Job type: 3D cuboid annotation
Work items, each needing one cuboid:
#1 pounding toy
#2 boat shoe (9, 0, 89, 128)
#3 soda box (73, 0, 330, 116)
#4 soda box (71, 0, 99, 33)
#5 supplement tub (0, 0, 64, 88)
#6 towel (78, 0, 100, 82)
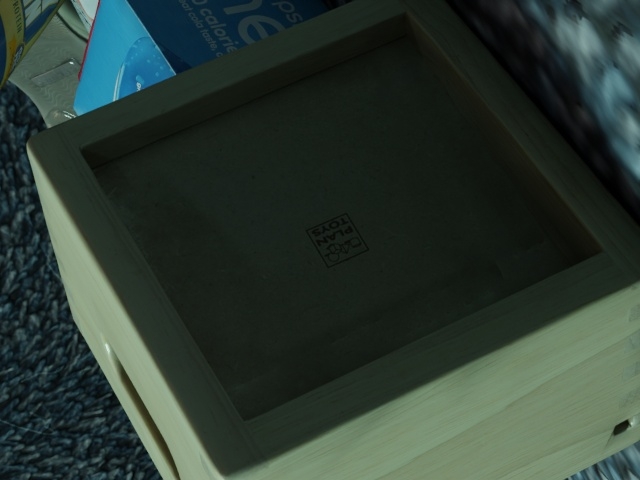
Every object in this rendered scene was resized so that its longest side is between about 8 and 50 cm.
[{"bbox_3d":[0.007,0.007,0.467,0.141,0.130,0.100,55,162,36],"label":"pounding toy"},{"bbox_3d":[-0.178,-0.148,1.492,0.324,0.123,0.116,52,-146,-40],"label":"boat shoe"},{"bbox_3d":[0.000,0.000,0.597,0.210,0.071,0.067,55,144,29],"label":"soda box"},{"bbox_3d":[-0.090,-0.122,0.924,0.058,0.063,0.183,56,175,34],"label":"soda box"},{"bbox_3d":[-0.200,-0.151,0.945,0.144,0.144,0.200,61,-147,-30],"label":"supplement tub"},{"bbox_3d":[-0.012,0.000,0.759,0.275,0.031,0.199,58,156,12],"label":"towel"}]
